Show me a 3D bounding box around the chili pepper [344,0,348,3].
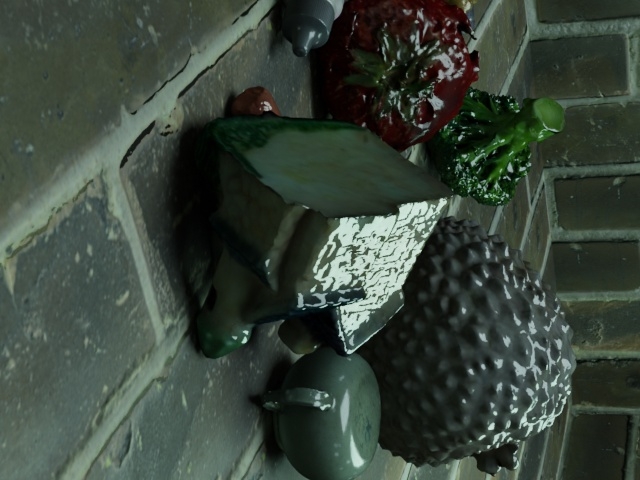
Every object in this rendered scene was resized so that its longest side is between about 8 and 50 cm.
[{"bbox_3d":[0.081,-0.413,1.990,0.182,0.050,0.073,-69,143,-52],"label":"chili pepper"}]

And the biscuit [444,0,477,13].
[{"bbox_3d":[0.232,-0.643,2.150,0.446,0.104,0.429,63,31,-5],"label":"biscuit"}]

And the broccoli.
[{"bbox_3d":[0.360,-0.221,2.430,0.298,0.297,0.297,18,60,-33],"label":"broccoli"}]

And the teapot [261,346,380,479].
[{"bbox_3d":[0.006,0.246,1.620,0.294,0.130,0.193,41,51,-61],"label":"teapot"}]

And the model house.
[{"bbox_3d":[-0.028,0.015,1.438,0.298,0.243,0.284,-6,123,-45],"label":"model house"}]

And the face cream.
[{"bbox_3d":[-0.003,-0.389,1.698,0.092,0.092,0.311,63,33,-49],"label":"face cream"}]

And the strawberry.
[{"bbox_3d":[0.115,-0.283,1.849,0.220,0.274,0.274,-144,-133,-73],"label":"strawberry"}]

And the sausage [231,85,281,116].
[{"bbox_3d":[-0.071,-0.133,1.524,0.154,0.062,0.062,69,28,-43],"label":"sausage"}]

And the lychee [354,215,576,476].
[{"bbox_3d":[0.218,0.172,1.848,0.380,0.380,0.432,-7,78,-70],"label":"lychee"}]

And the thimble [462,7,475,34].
[{"bbox_3d":[0.233,-0.452,2.277,0.150,0.150,0.097,-38,123,-66],"label":"thimble"}]
